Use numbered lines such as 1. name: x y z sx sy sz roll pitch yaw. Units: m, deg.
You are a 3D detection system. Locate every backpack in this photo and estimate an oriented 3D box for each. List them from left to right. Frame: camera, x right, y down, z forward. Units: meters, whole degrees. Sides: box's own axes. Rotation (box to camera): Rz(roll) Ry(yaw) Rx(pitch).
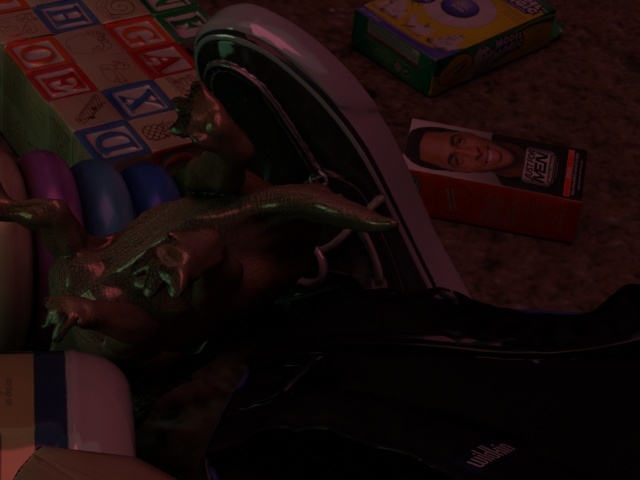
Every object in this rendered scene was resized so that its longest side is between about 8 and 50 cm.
1. backpack: 0.076 0.140 0.920 0.263 0.213 0.276 15 32 18

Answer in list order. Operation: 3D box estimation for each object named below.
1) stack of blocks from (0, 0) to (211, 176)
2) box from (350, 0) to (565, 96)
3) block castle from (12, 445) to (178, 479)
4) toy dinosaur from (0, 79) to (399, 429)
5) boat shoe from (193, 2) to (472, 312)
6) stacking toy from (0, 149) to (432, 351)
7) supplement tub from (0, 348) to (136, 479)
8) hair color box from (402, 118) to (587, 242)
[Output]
1. stack of blocks: -0.162 -0.123 1.320 0.171 0.087 0.297 -16 43 -27
2. box: 0.127 -0.193 1.492 0.179 0.043 0.105 -25 48 -36
3. block castle: -0.103 0.322 0.528 0.213 0.303 0.453 24 58 31
4. toy dinosaur: -0.074 0.021 0.966 0.295 0.200 0.127 -23 61 21
5. boat shoe: -0.003 0.001 1.063 0.113 0.306 0.105 -9 25 47
6. stacking toy: -0.076 0.002 1.148 0.330 0.141 0.141 -3 39 -20
7. supplement tub: -0.250 0.168 0.821 0.316 0.228 0.228 0 38 -10
8. hair color box: 0.132 -0.047 1.305 0.141 0.043 0.072 10 39 5
